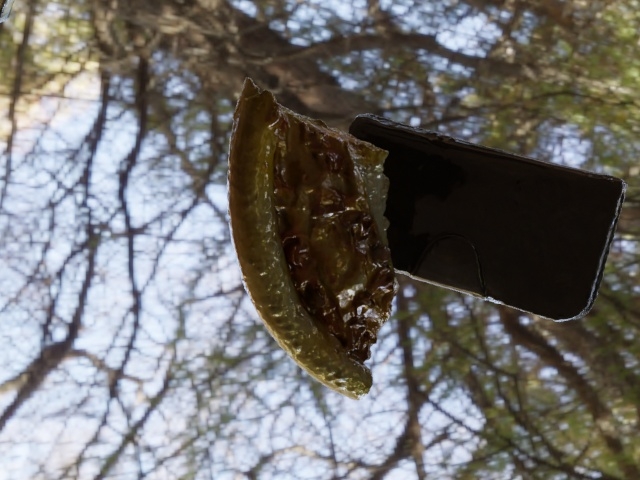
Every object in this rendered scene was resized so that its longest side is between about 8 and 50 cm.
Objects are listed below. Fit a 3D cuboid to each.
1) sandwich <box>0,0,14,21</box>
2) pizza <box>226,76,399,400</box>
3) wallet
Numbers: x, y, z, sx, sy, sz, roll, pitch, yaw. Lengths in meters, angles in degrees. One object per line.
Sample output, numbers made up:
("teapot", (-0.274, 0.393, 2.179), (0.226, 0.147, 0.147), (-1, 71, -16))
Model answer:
("sandwich", (-0.215, -0.246, 0.861), (0.113, 0.163, 0.079), (48, -41, 3))
("pizza", (0.000, 0.000, 1.176), (0.074, 0.182, 0.366), (-138, -146, -69))
("wallet", (0.158, -0.026, 1.222), (0.309, 0.042, 0.165), (17, -84, 19))
